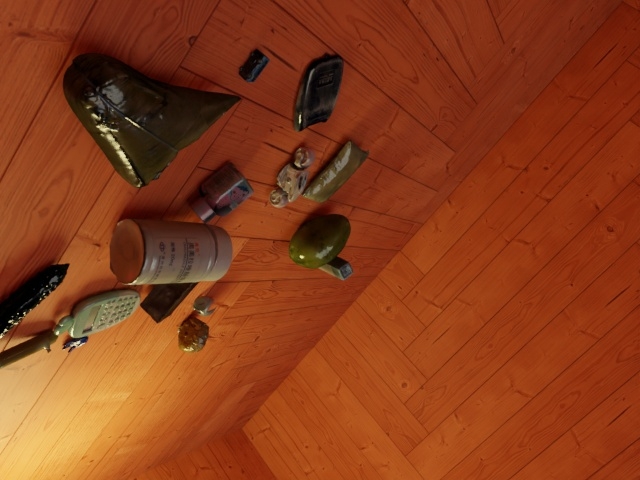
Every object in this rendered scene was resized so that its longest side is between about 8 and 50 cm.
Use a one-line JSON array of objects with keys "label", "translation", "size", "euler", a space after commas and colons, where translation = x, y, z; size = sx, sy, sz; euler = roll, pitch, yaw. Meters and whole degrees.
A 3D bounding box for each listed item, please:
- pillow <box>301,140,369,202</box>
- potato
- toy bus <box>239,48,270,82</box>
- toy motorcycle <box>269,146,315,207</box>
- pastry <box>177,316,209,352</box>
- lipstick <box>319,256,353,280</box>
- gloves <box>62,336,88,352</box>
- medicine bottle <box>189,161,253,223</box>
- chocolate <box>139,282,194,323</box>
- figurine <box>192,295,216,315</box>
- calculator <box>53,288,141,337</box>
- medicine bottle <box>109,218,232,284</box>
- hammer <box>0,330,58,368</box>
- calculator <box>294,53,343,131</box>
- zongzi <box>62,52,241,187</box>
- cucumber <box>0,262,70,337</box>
[{"label": "pillow", "translation": [0.063, -0.271, 2.003], "size": [0.302, 0.075, 0.184], "euler": [-46, 155, 15]}, {"label": "potato", "translation": [0.000, 0.002, 2.211], "size": [0.304, 0.216, 0.216], "euler": [-28, 153, -26]}, {"label": "toy bus", "translation": [-0.175, -0.460, 1.324], "size": [0.083, 0.038, 0.046], "euler": [-49, 160, 16]}, {"label": "toy motorcycle", "translation": [-0.094, -0.217, 1.794], "size": [0.112, 0.112, 0.254], "euler": [-4, 134, -57]}, {"label": "pastry", "translation": [-0.536, 0.398, 2.099], "size": [0.153, 0.153, 0.081], "euler": [-43, 149, -1]}, {"label": "lipstick", "translation": [0.028, 0.099, 2.310], "size": [0.066, 0.317, 0.068], "euler": [-36, 120, -20]}, {"label": "gloves", "translation": [-0.825, 0.347, 1.684], "size": [0.086, 0.026, 0.064], "euler": [-30, 156, -29]}, {"label": "medicine bottle", "translation": [-0.316, -0.143, 1.575], "size": [0.188, 0.094, 0.119], "euler": [-41, 158, -6]}, {"label": "chocolate", "translation": [-0.489, 0.144, 1.773], "size": [0.321, 0.112, 0.112], "euler": [-48, 173, 10]}, {"label": "figurine", "translation": [-0.485, 0.275, 2.078], "size": [0.094, 0.082, 0.086], "euler": [-16, 173, 1]}, {"label": "calculator", "translation": [-0.726, 0.238, 1.641], "size": [0.295, 0.042, 0.184], "euler": [-14, 144, -54]}, {"label": "medicine bottle", "translation": [-0.444, 0.035, 1.521], "size": [0.332, 0.190, 0.190], "euler": [2, 131, -53]}, {"label": "hammer", "translation": [-0.913, 0.342, 1.459], "size": [0.305, 0.113, 0.202], "euler": [-24, 155, -56]}, {"label": "calculator", "translation": [-0.004, -0.471, 1.596], "size": [0.177, 0.040, 0.268], "euler": [-30, 150, -34]}, {"label": "zongzi", "translation": [-0.350, -0.323, 1.116], "size": [0.360, 0.160, 0.323], "euler": [-36, 158, -14]}, {"label": "cucumber", "translation": [-0.802, 0.161, 1.348], "size": [0.300, 0.072, 0.072], "euler": [-43, 158, -4]}]
